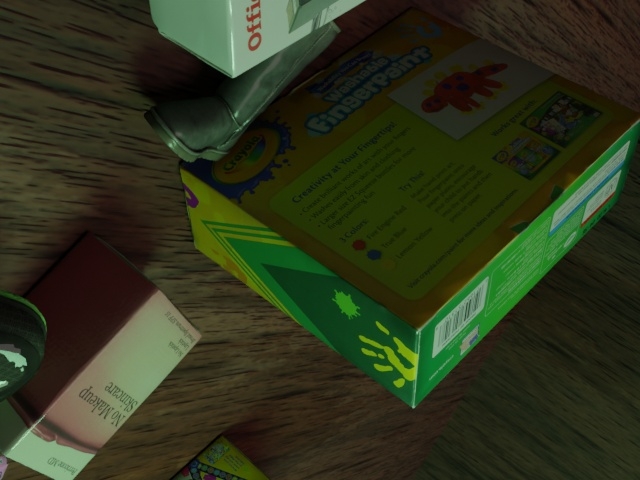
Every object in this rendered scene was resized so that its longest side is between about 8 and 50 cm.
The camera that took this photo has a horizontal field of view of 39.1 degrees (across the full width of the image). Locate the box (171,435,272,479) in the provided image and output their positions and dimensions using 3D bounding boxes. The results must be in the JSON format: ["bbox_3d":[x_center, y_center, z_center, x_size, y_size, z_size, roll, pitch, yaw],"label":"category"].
[{"bbox_3d":[-0.200,0.543,1.547,0.279,0.177,0.290,-39,149,-26],"label":"box"}]

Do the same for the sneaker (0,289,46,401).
[{"bbox_3d":[-0.422,0.164,0.720,0.483,0.202,0.185,-19,137,-49],"label":"sneaker"}]

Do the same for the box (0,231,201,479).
[{"bbox_3d":[-0.271,0.134,1.013,0.232,0.127,0.148,-49,153,-12],"label":"box"}]

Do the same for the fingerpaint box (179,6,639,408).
[{"bbox_3d":[0.116,-0.069,1.137,0.445,0.371,0.163,-40,148,-29],"label":"fingerpaint box"}]

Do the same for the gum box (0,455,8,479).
[{"bbox_3d":[-0.424,0.284,0.968,0.107,0.062,0.188,-11,142,-53],"label":"gum box"}]

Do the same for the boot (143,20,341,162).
[{"bbox_3d":[-0.077,-0.178,0.969,0.208,0.076,0.189,-40,177,14],"label":"boot"}]

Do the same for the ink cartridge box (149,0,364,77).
[{"bbox_3d":[-0.024,-0.304,0.824,0.273,0.115,0.198,-38,149,-29],"label":"ink cartridge box"}]
